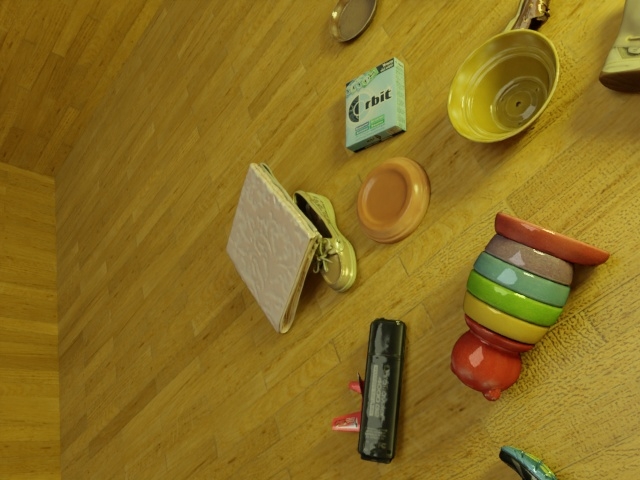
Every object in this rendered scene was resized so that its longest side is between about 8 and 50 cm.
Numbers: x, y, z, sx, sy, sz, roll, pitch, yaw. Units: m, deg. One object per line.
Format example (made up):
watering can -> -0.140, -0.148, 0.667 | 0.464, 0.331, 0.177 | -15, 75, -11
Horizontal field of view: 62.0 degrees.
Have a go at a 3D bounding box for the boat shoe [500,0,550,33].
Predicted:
boat shoe -> 0.410, -0.434, 1.017 | 0.060, 0.064, 0.178 | 44, 115, 40

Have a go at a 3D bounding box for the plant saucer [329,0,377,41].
plant saucer -> 0.093, -0.609, 1.432 | 0.168, 0.029, 0.169 | -17, 65, 41

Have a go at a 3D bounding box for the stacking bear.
stacking bear -> 0.308, 0.114, 0.872 | 0.175, 0.164, 0.289 | 30, 104, 47

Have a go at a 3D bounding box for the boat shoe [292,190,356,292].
boat shoe -> 0.000, 0.000, 1.274 | 0.104, 0.089, 0.285 | -45, 49, 26

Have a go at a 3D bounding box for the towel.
towel -> -0.130, 0.014, 1.357 | 0.332, 0.053, 0.317 | 51, 133, 38

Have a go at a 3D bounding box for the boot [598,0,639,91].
boot -> 0.573, -0.333, 0.789 | 0.261, 0.095, 0.204 | 11, 83, 50

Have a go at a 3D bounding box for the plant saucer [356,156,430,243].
plant saucer -> 0.151, -0.093, 1.188 | 0.199, 0.037, 0.200 | -19, 63, 42

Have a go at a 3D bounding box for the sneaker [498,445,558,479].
sneaker -> 0.335, 0.394, 0.804 | 0.078, 0.067, 0.188 | -50, 49, 13

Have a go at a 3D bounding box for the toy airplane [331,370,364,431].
toy airplane -> 0.089, 0.349, 1.103 | 0.151, 0.028, 0.151 | -9, 70, 27

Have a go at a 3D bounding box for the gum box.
gum box -> 0.130, -0.324, 1.286 | 0.156, 0.041, 0.185 | -16, 64, 43

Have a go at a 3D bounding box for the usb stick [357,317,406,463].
usb stick -> 0.124, 0.292, 1.061 | 0.077, 0.045, 0.278 | 2, 73, 18

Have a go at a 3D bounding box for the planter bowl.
planter bowl -> 0.354, -0.270, 0.995 | 0.217, 0.090, 0.217 | -19, 63, 42
